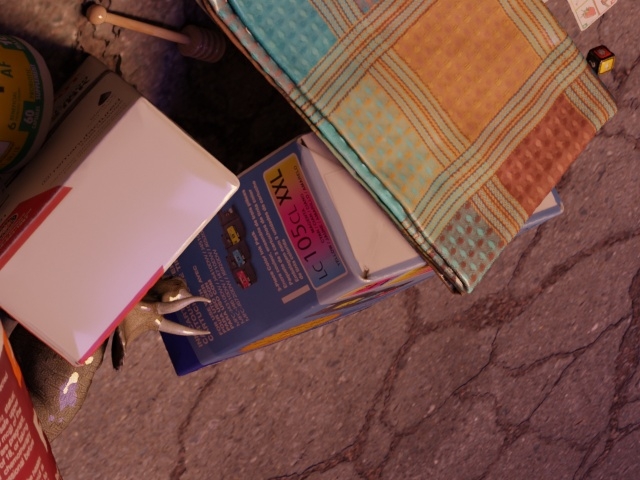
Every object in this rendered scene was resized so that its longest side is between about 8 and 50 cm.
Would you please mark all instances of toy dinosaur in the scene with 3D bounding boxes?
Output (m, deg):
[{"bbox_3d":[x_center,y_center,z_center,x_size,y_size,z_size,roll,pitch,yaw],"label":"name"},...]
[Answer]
[{"bbox_3d":[-0.265,0.120,1.772,0.313,0.160,0.121,-49,147,-2],"label":"toy dinosaur"}]

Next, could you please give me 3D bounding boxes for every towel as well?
[{"bbox_3d":[0.086,-0.171,1.663,0.370,0.040,0.271,49,64,-17],"label":"towel"}]

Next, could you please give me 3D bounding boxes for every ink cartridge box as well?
[{"bbox_3d":[-0.196,-0.034,1.595,0.114,0.273,0.197,42,89,-19],"label":"ink cartridge box"},{"bbox_3d":[0.000,0.000,1.858,0.270,0.151,0.395,-18,175,-38],"label":"ink cartridge box"}]

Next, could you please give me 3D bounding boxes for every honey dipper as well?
[{"bbox_3d":[-0.150,-0.190,1.719,0.160,0.030,0.030,12,114,-49],"label":"honey dipper"}]

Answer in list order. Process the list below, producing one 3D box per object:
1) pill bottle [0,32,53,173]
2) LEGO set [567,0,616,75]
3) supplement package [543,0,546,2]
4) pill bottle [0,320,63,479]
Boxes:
[{"bbox_3d":[-0.323,-0.116,1.507,0.208,0.117,0.117,4,120,-50],"label":"pill bottle"},{"bbox_3d":[0.221,-0.195,1.844,0.182,0.060,0.244,-41,147,-2],"label":"LEGO set"},{"bbox_3d":[0.181,-0.346,1.828,0.194,0.149,0.203,-36,145,-18],"label":"supplement package"},{"bbox_3d":[-0.350,0.168,1.610,0.224,0.224,0.392,-32,128,-24],"label":"pill bottle"}]
